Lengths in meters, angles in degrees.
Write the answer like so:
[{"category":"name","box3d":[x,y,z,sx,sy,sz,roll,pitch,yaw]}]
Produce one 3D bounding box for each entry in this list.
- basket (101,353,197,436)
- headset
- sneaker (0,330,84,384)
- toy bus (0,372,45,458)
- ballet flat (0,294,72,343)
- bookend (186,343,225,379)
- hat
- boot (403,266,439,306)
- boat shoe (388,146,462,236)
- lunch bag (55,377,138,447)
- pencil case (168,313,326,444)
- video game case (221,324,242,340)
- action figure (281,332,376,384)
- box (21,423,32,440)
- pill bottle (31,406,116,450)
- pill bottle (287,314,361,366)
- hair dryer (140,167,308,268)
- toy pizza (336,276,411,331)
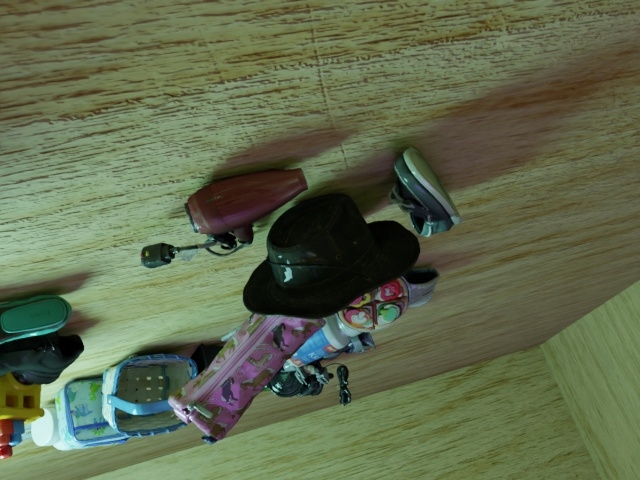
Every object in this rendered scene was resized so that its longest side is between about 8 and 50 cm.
[{"category":"basket","box3d":[-0.413,0.388,1.524,0.289,0.200,0.255,0,176,45]},{"category":"headset","box3d":[-0.073,0.498,2.081,0.395,0.185,0.243,-19,160,30]},{"category":"sneaker","box3d":[-0.591,0.211,1.189,0.130,0.109,0.286,-35,161,12]},{"category":"toy bus","box3d":[-0.682,0.337,1.237,0.150,0.211,0.220,-24,155,16]},{"category":"ballet flat","box3d":[-0.571,0.150,1.073,0.248,0.083,0.087,-8,169,-19]},{"category":"bookend","box3d":[-0.281,0.343,1.722,0.156,0.072,0.157,-5,153,-31]},{"category":"hat","box3d":[0.000,0.000,1.068,0.332,0.331,0.133,-16,113,7]},{"category":"boot","box3d":[0.190,0.129,1.603,0.259,0.095,0.123,-12,144,-21]},{"category":"boat shoe","box3d":[0.179,-0.071,1.094,0.099,0.116,0.319,-29,160,14]},{"category":"lunch bag","box3d":[-0.582,0.458,1.621,0.219,0.175,0.090,7,148,-44]},{"category":"pencil case","box3d":[-0.159,0.266,1.366,0.386,0.167,0.160,-47,115,-4]},{"category":"video game case","box3d":[-0.198,0.245,1.644,0.122,0.011,0.087,-33,153,31]},{"category":"action figure","box3d":[0.013,0.327,1.794,0.285,0.185,0.099,-26,145,-3]},{"category":"box","box3d":[-0.867,0.550,1.789,0.145,0.038,0.186,-14,158,-10]},{"category":"pill bottle","box3d":[-0.693,0.531,1.751,0.136,0.136,0.246,-30,154,25]},{"category":"pill bottle","box3d":[0.004,0.255,1.674,0.222,0.124,0.124,-29,155,23]},{"category":"hair dryer","box3d":[-0.142,-0.045,0.998,0.294,0.080,0.224,-27,172,32]},{"category":"toy pizza","box3d":[0.134,0.158,1.538,0.202,0.032,0.201,-4,121,-8]}]
